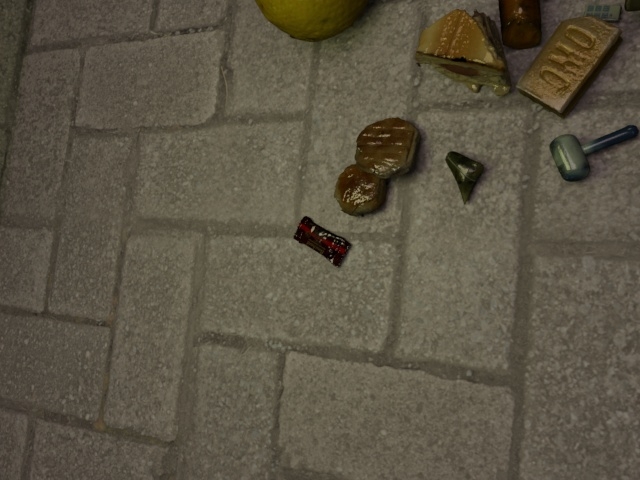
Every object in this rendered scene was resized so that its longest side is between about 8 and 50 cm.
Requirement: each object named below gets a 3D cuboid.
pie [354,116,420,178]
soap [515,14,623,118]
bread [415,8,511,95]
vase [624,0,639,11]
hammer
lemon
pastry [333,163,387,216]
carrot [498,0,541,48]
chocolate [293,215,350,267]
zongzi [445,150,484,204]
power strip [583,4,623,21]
[{"bbox_3d":[0.176,-0.251,1.792,0.195,0.046,0.195,-8,56,12],"label":"pie"},{"bbox_3d":[0.602,-0.430,1.610,0.140,0.073,0.232,39,100,23],"label":"soap"},{"bbox_3d":[0.353,-0.455,1.686,0.211,0.183,0.224,-23,70,25],"label":"bread"},{"bbox_3d":[0.877,-0.542,1.421,0.329,0.241,0.302,-31,52,-8],"label":"vase"},{"bbox_3d":[0.648,-0.220,1.562,0.194,0.069,0.116,-23,71,19],"label":"hammer"},{"bbox_3d":[-0.033,-0.743,1.833,0.349,0.387,0.350,-15,56,24],"label":"lemon"},{"bbox_3d":[0.109,-0.141,1.827,0.153,0.081,0.153,-6,79,32],"label":"pastry"},{"bbox_3d":[0.497,-0.644,1.679,0.114,0.114,0.302,-6,80,27],"label":"carrot"},{"bbox_3d":[0.000,0.000,1.895,0.182,0.028,0.086,34,102,26],"label":"chocolate"},{"bbox_3d":[0.356,-0.164,1.722,0.104,0.052,0.113,34,112,36],"label":"zongzi"},{"bbox_3d":[0.686,-0.552,1.615,0.090,0.016,0.040,11,88,29],"label":"power strip"}]
